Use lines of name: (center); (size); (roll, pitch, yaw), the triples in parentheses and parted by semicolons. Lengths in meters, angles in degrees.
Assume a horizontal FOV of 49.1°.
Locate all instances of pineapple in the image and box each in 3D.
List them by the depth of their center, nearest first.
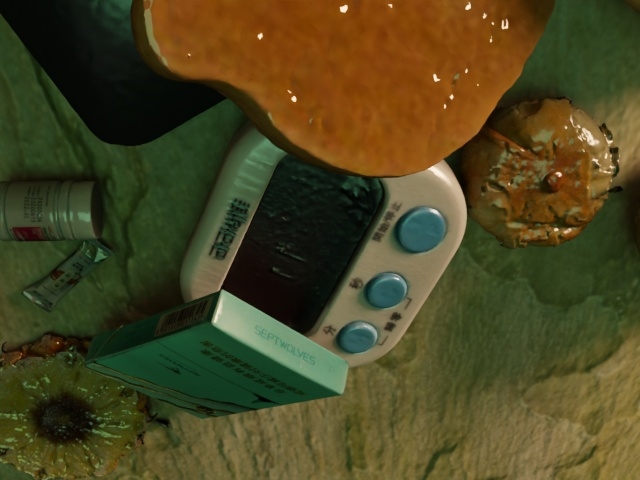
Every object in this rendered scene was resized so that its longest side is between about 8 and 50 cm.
pineapple: (-0.282, 0.195, 0.795); (0.221, 0.047, 0.221); (-2, 118, -4)

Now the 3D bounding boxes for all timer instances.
timer: (0.000, 0.000, 0.686); (0.237, 0.087, 0.262); (21, 117, -13)

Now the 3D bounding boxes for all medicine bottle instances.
medicine bottle: (-0.258, -0.029, 0.669); (0.091, 0.058, 0.058); (-1, 118, -4)

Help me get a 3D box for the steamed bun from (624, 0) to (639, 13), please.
steamed bun: (0.382, -0.261, 0.532); (0.232, 0.166, 0.273); (30, 112, -17)

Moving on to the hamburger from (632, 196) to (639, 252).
hamburger: (0.405, -0.016, 0.693); (0.189, 0.122, 0.215); (-42, 110, 10)

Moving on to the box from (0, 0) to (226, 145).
box: (-0.126, -0.247, 0.554); (0.290, 0.073, 0.289); (-28, 117, 10)

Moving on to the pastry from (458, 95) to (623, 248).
pastry: (0.206, -0.064, 0.674); (0.153, 0.081, 0.153); (2, 126, 2)

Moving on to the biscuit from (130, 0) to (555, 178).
biscuit: (0.038, -0.244, 0.510); (0.365, 0.062, 0.385); (18, 98, -32)

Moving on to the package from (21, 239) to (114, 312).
package: (-0.262, 0.034, 0.727); (0.110, 0.015, 0.037); (-39, 119, 17)

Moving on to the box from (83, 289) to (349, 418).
box: (-0.109, 0.122, 0.697); (0.162, 0.041, 0.229); (35, 142, -31)
